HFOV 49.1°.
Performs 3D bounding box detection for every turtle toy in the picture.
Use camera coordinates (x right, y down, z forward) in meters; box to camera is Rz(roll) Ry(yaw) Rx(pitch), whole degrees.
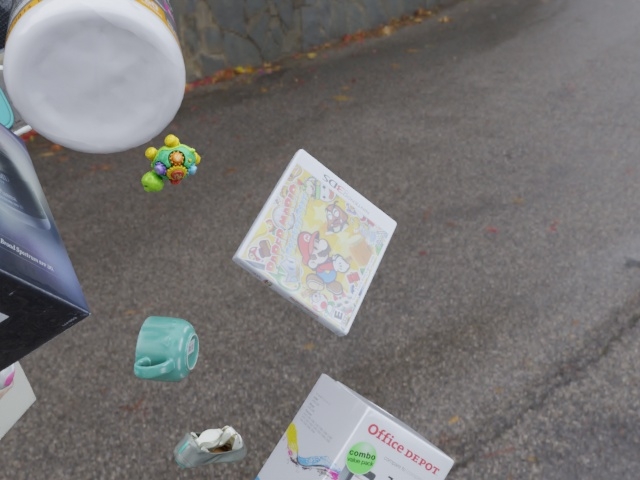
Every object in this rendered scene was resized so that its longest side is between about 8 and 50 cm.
[{"bbox_3d":[-0.300,-0.144,1.389,0.130,0.095,0.066,-29,56,16],"label":"turtle toy"}]

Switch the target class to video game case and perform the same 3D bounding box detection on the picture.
[{"bbox_3d":[0.000,0.000,1.082,0.026,0.206,0.227,-32,26,55],"label":"video game case"}]

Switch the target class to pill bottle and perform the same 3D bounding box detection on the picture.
[{"bbox_3d":[-0.234,-0.226,0.728,0.162,0.162,0.278,-7,42,-13],"label":"pill bottle"}]

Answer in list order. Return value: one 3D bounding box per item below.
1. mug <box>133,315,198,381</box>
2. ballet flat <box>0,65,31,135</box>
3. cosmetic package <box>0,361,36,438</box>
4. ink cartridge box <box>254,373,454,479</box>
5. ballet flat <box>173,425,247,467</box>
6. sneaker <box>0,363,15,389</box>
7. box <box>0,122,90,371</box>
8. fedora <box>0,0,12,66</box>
[{"bbox_3d":[-0.307,0.232,1.417,0.097,0.129,0.158,4,51,7],"label":"mug"},{"bbox_3d":[-0.506,-0.211,1.113,0.139,0.139,0.400,20,34,39],"label":"ballet flat"},{"bbox_3d":[-0.788,0.391,1.574,0.153,0.129,0.296,-17,13,4],"label":"cosmetic package"},{"bbox_3d":[0.038,0.401,1.158,0.198,0.270,0.197,36,-8,-20],"label":"ink cartridge box"},{"bbox_3d":[-0.195,0.392,1.353,0.072,0.068,0.213,39,11,27],"label":"ballet flat"},{"bbox_3d":[-0.700,0.217,1.320,0.252,0.103,0.111,23,10,8],"label":"sneaker"},{"bbox_3d":[-0.439,-0.034,0.753,0.182,0.296,0.294,-32,64,1],"label":"box"},{"bbox_3d":[-0.616,-0.444,1.312,0.334,0.152,0.334,-10,54,14],"label":"fedora"}]
